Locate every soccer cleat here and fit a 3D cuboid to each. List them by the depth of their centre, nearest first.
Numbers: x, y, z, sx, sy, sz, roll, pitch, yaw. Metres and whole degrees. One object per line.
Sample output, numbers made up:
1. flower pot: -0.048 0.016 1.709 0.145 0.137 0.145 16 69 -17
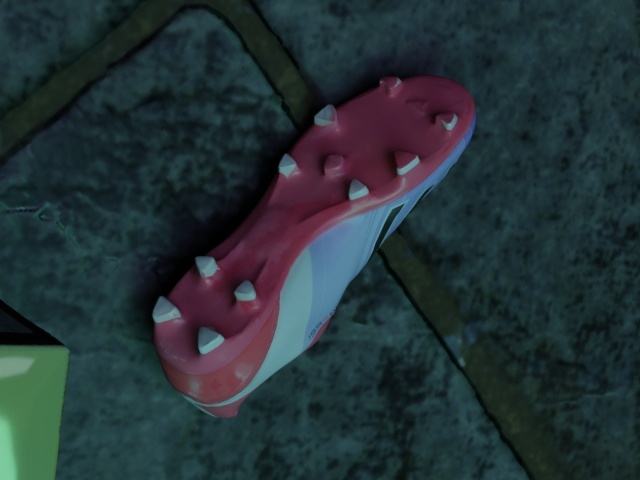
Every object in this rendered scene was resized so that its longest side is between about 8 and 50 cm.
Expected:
1. soccer cleat: 0.000 0.000 0.937 0.248 0.083 0.095 -46 150 -18

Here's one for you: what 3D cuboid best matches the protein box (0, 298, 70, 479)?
1. protein box: -0.250 0.128 0.778 0.201 0.136 0.199 3 100 -30
